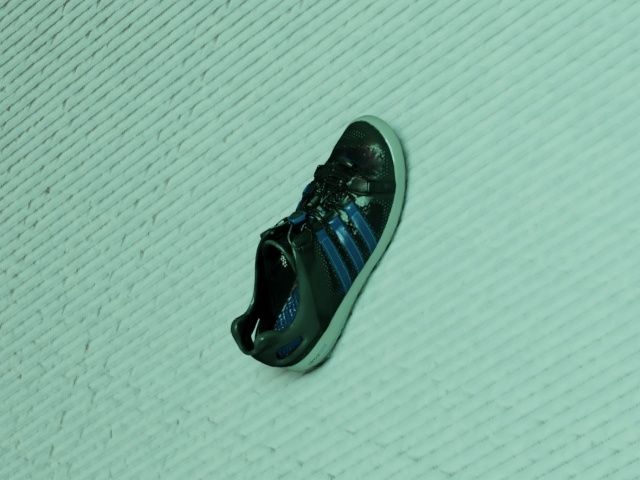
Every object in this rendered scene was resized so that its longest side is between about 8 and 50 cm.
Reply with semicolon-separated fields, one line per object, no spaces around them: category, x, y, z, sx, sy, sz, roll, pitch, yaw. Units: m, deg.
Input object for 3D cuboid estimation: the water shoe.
water shoe;0.000;0.000;1.433;0.073;0.080;0.203;20;91;39
